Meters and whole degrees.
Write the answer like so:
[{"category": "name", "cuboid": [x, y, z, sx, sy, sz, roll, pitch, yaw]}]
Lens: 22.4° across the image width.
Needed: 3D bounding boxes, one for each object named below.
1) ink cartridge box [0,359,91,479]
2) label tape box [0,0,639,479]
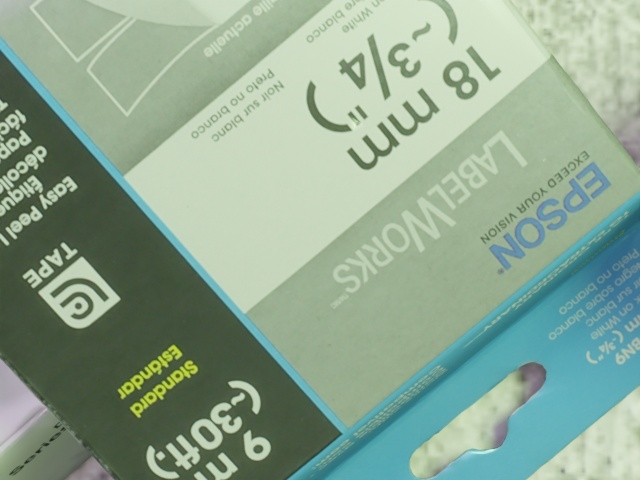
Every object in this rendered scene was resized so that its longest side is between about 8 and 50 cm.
[{"category": "ink cartridge box", "cuboid": [-0.260, 0.037, 0.786, 0.211, 0.121, 0.289, -41, 74, 2]}, {"category": "label tape box", "cuboid": [0.000, 0.000, 0.668, 0.240, 0.106, 0.334, -40, 105, 4]}]
